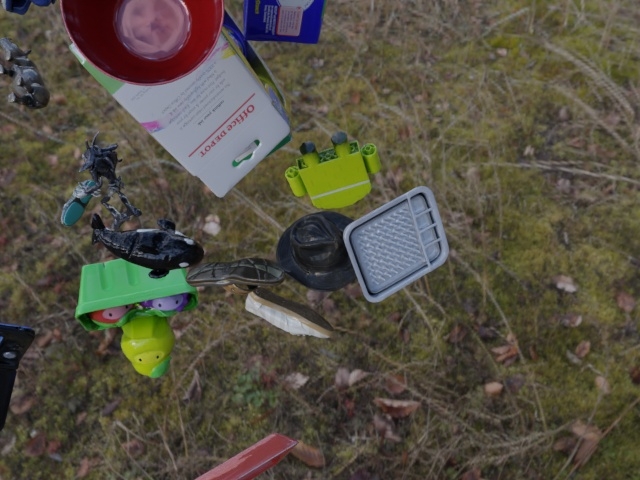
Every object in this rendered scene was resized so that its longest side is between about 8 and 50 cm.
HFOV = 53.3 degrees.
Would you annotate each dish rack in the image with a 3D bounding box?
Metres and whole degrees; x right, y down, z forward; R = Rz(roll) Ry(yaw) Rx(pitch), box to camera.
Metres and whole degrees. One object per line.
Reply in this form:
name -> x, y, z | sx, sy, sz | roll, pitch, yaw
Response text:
dish rack -> 0.229, 0.007, 1.994 | 0.332, 0.286, 0.072 | -29, 26, -18

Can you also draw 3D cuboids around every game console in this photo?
game console -> -0.802, 0.292, 1.373 | 0.293, 0.250, 0.173 | 14, 52, -33

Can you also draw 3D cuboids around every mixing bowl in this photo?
mixing bowl -> -0.207, -0.272, 0.770 | 0.181, 0.181, 0.098 | -9, 7, -7

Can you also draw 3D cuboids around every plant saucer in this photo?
plant saucer -> -0.186, 0.488, 1.326 | 0.258, 0.259, 0.048 | -25, 72, -25

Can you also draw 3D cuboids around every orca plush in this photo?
orca plush -> -0.435, -0.001, 1.568 | 0.287, 0.102, 0.151 | 26, 82, 3

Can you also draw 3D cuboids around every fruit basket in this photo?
fruit basket -> -0.564, 0.248, 2.023 | 0.392, 0.283, 0.392 | 3, 70, -9

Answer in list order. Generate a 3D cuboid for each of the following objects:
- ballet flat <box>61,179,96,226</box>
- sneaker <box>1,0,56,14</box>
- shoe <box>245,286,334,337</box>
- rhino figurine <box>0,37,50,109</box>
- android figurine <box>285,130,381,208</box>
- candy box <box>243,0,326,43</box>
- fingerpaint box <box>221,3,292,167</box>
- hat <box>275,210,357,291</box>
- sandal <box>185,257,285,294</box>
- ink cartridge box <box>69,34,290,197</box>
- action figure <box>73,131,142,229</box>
ballet flat -> -0.817, -0.124, 2.134 | 0.070, 0.070, 0.188 | 16, 58, 17
sneaker -> -0.535, -0.537, 1.272 | 0.296, 0.131, 0.112 | -5, 3, 34
shoe -> -0.073, 0.176, 1.478 | 0.219, 0.058, 0.076 | 27, 17, 0
rhino figurine -> -0.751, -0.424, 1.604 | 0.073, 0.106, 0.243 | -37, 65, 16
android figurine -> 0.039, -0.174, 1.682 | 0.248, 0.273, 0.056 | -18, 56, 8
candy box -> -0.045, -0.486, 0.890 | 0.122, 0.268, 0.317 | 1, 61, -10
fingerpaint box -> -0.245, -0.413, 1.442 | 0.163, 0.445, 0.371 | -32, 22, 11
hat -> 0.000, 0.000, 2.105 | 0.331, 0.134, 0.331 | -6, 55, 8
sandal -> -0.174, 0.083, 1.322 | 0.219, 0.060, 0.090 | -6, 28, 14
ink cartridge box -> -0.234, -0.265, 1.135 | 0.207, 0.353, 0.119 | -44, 41, -4
action figure -> -0.624, -0.170, 1.820 | 0.141, 0.276, 0.164 | -2, 33, 25
